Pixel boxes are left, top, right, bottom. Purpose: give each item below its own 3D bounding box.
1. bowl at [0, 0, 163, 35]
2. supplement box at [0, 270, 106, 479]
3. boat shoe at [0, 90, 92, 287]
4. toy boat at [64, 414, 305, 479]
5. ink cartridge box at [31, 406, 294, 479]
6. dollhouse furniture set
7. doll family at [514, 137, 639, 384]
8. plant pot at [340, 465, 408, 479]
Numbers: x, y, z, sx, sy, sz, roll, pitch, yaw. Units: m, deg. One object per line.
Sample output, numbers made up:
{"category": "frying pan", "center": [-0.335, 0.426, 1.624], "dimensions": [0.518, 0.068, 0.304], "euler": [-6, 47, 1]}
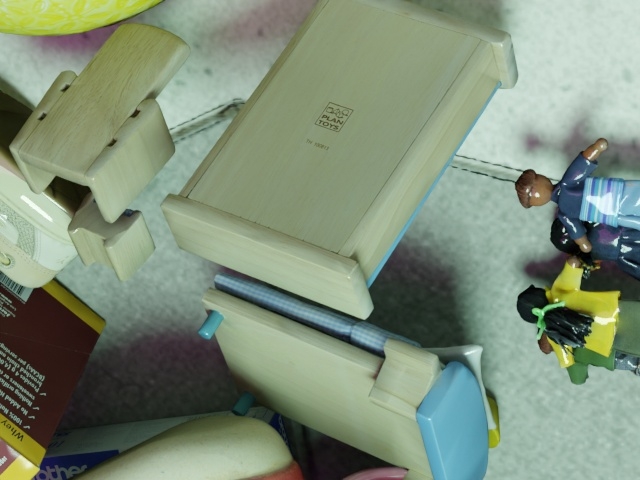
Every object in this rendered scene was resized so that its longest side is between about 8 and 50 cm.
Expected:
{"category": "bowl", "center": [-0.199, -0.246, 1.220], "dimensions": [0.289, 0.156, 0.289], "euler": [6, 115, 13]}
{"category": "supplement box", "center": [-0.278, 0.085, 1.361], "dimensions": [0.191, 0.194, 0.129], "euler": [40, 116, -12]}
{"category": "boat shoe", "center": [-0.280, -0.086, 1.347], "dimensions": [0.302, 0.109, 0.098], "euler": [41, 117, -12]}
{"category": "toy boat", "center": [-0.111, 0.217, 1.341], "dimensions": [0.231, 0.151, 0.151], "euler": [-26, 89, 11]}
{"category": "ink cartridge box", "center": [-0.119, 0.184, 1.461], "dimensions": [0.207, 0.046, 0.097], "euler": [-8, 111, 19]}
{"category": "dollhouse furniture set", "center": [0.000, 0.000, 1.332], "dimensions": [0.286, 0.198, 0.303], "euler": [21, 151, 27]}
{"category": "doll family", "center": [0.179, 0.018, 1.291], "dimensions": [0.111, 0.076, 0.193], "euler": [11, 112, 15]}
{"category": "plant pot", "center": [0.033, 0.287, 1.398], "dimensions": [0.201, 0.201, 0.180], "euler": [38, 134, -4]}
